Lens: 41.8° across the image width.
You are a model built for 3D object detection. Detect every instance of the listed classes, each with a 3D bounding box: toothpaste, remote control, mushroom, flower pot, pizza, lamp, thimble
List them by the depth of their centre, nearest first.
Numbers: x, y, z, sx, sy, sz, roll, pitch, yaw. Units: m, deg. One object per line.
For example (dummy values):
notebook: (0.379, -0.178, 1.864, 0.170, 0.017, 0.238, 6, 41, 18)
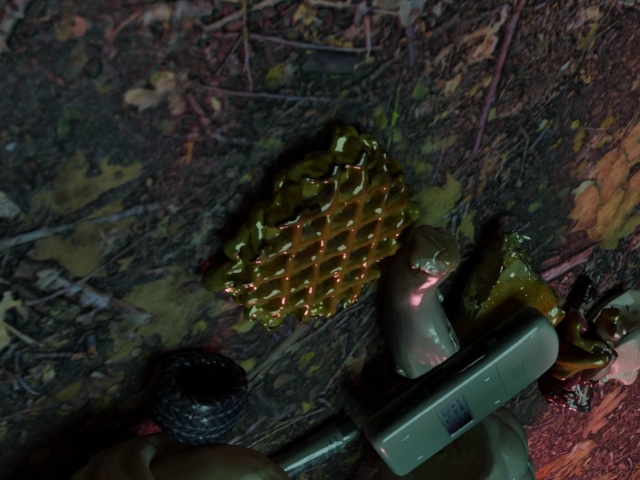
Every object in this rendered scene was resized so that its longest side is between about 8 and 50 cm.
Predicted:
thimble: (-0.128, 0.165, 0.889, 0.104, 0.095, 0.066, 9, 119, -31)
mushroom: (0.124, 0.082, 1.045, 0.099, 0.096, 0.278, -36, 144, -25)
remote control: (0.199, 0.205, 1.154, 0.296, 0.056, 0.140, -36, 141, -3)
toothpaste: (-0.053, 0.317, 1.163, 0.239, 0.039, 0.062, -27, 137, -19)
pizza: (0.258, 0.081, 1.196, 0.279, 0.075, 0.288, -25, 137, -23)
flower pot: (0.205, 0.347, 1.271, 0.246, 0.246, 0.195, -40, 148, -5)
lamp: (0.462, 0.179, 1.456, 0.118, 0.118, 0.253, -9, 124, -38)

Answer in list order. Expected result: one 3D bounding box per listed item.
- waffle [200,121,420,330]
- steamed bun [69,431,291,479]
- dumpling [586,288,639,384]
waffle: (0.000, 0.000, 0.889, 0.243, 0.059, 0.237, -49, 147, 11)
steamed bun: (-0.190, 0.325, 0.896, 0.319, 0.206, 0.275, -3, 127, -37)
dumpling: (0.543, 0.185, 1.546, 0.136, 0.118, 0.199, -13, 108, -16)
